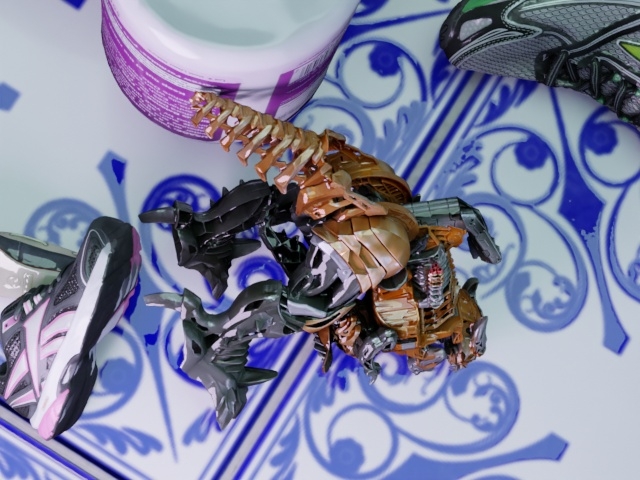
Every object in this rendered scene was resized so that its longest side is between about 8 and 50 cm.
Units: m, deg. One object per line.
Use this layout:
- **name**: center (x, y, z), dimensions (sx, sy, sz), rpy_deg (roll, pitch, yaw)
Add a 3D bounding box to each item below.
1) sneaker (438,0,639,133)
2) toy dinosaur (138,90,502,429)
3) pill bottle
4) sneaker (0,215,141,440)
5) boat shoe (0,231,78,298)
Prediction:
- **sneaker**: center (0.259, -0.131, 1.216), dimensions (0.343, 0.134, 0.146), rpy_deg (7, 81, -6)
- **toy dinosaur**: center (0.000, 0.000, 1.114), dimensions (0.218, 0.164, 0.322), rpy_deg (-23, 117, 17)
- **pill bottle**: center (-0.067, -0.161, 1.096), dimensions (0.169, 0.301, 0.169), rpy_deg (1, 81, -8)
- **sneaker**: center (-0.191, 0.057, 1.136), dimensions (0.077, 0.072, 0.178), rpy_deg (29, 111, 8)
- **boat shoe**: center (-0.223, 0.016, 1.182), dimensions (0.137, 0.049, 0.043), rpy_deg (18, 37, -1)
